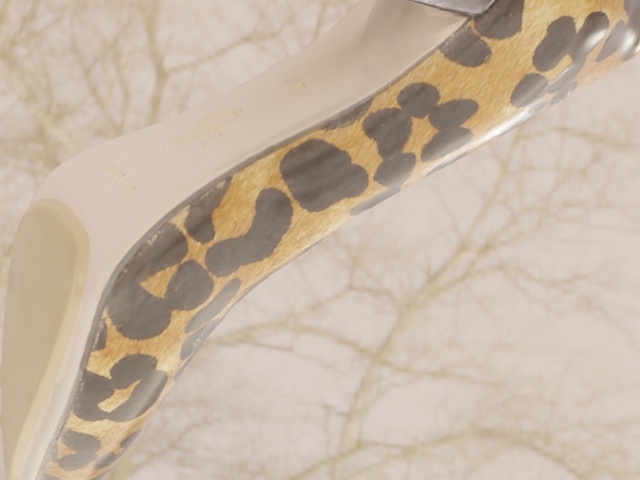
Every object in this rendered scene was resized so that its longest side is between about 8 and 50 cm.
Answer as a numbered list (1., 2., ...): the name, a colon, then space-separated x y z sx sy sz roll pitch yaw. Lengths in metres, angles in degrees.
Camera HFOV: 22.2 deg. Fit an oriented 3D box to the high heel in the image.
1. high heel: 0.000 0.000 0.549 0.186 0.093 0.261 7 -59 -27
